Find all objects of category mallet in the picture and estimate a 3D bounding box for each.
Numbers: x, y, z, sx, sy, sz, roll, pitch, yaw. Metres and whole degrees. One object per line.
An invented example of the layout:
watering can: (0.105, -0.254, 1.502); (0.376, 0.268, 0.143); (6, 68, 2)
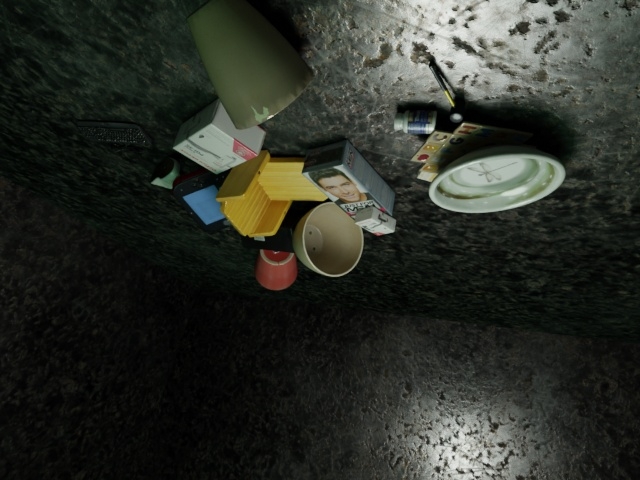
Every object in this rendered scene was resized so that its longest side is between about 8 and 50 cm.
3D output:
mallet: (0.338, -0.395, 1.150); (0.039, 0.063, 0.189); (-9, 149, 41)

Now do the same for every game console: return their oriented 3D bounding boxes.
game console: (-0.426, -0.188, 1.878); (0.341, 0.060, 0.387); (-17, 149, 3)

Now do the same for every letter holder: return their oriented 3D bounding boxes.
letter holder: (-0.233, -0.069, 2.188); (0.301, 0.214, 0.152); (6, 125, 20)

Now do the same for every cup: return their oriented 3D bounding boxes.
cup: (0.000, 0.000, 1.983); (0.330, 0.332, 0.236); (26, 163, -29)

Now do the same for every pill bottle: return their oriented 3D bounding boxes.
pill bottle: (0.283, -0.354, 1.273); (0.120, 0.067, 0.067); (6, 157, 16)

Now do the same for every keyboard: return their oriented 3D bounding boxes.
keyboard: (-0.847, -0.426, 1.795); (0.316, 0.033, 0.202); (7, 158, 16)

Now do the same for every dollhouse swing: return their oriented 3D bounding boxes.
dollhouse swing: (-0.172, -0.161, 1.744); (0.304, 0.315, 0.347); (18, 160, 21)

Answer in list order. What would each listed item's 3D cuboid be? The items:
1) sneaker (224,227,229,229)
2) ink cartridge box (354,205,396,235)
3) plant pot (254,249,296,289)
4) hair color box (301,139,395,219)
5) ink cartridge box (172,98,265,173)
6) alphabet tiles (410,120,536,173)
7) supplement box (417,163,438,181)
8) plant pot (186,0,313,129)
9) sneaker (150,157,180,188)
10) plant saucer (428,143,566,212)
sneaker: (-0.551, -0.126, 2.316); (0.117, 0.083, 0.222); (-2, 154, -12)
ink cartridge box: (0.218, -0.075, 1.699); (0.135, 0.056, 0.099); (25, 156, -31)
plant pot: (-0.257, 0.115, 2.489); (0.274, 0.275, 0.243); (13, 148, 1)
hair color box: (0.117, -0.217, 1.638); (0.185, 0.114, 0.374); (-6, 151, 37)
ink cartridge box: (-0.370, -0.366, 1.550); (0.207, 0.117, 0.282); (30, 152, -37)
alphabet tiles: (0.476, -0.273, 1.344); (0.341, 0.011, 0.285); (6, 160, -13)
supplement box: (0.402, -0.240, 1.522); (0.098, 0.036, 0.062); (15, 158, -5)
plant pot: (-0.196, -0.470, 1.077); (0.256, 0.257, 0.274); (-6, 135, 39)
sneaker: (-0.666, -0.297, 1.928); (0.123, 0.106, 0.290); (20, 167, -34)
plant saucer: (0.547, -0.208, 1.357); (0.399, 0.101, 0.400); (1, 161, 0)
